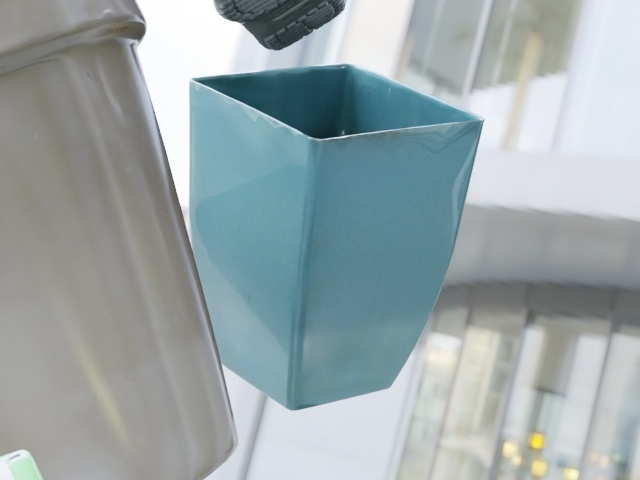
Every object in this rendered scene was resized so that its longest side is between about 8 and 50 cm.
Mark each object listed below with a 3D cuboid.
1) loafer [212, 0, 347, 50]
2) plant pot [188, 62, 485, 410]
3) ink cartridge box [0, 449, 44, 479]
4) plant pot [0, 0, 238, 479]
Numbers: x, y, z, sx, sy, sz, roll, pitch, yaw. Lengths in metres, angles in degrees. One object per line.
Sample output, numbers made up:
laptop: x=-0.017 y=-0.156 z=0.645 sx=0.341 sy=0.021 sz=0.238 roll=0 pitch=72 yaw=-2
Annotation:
loafer: x=-0.042 y=-0.193 z=1.102 sx=0.087 sy=0.094 sz=0.251 roll=58 pitch=-2 yaw=9
plant pot: x=0.000 y=0.000 z=1.324 sx=0.166 sy=0.234 sz=0.165 roll=-10 pitch=26 yaw=-37
ink cartridge box: x=-0.122 y=0.238 z=0.684 sx=0.115 sy=0.198 sz=0.273 roll=-23 pitch=-25 yaw=-18
plant pot: x=-0.189 y=0.031 z=0.882 sx=0.323 sy=0.280 sz=0.323 roll=-30 pitch=2 yaw=1
